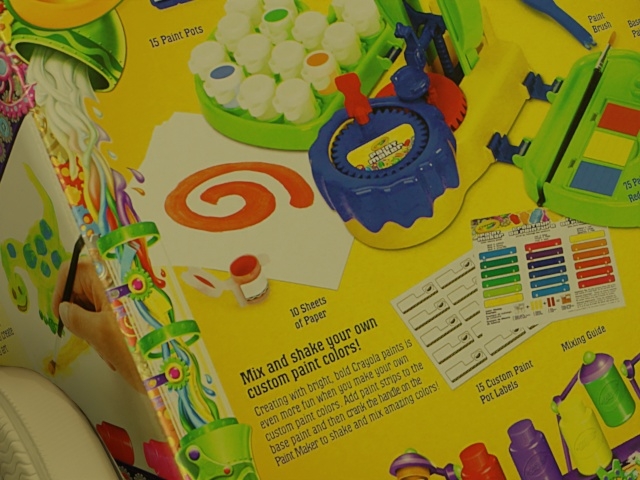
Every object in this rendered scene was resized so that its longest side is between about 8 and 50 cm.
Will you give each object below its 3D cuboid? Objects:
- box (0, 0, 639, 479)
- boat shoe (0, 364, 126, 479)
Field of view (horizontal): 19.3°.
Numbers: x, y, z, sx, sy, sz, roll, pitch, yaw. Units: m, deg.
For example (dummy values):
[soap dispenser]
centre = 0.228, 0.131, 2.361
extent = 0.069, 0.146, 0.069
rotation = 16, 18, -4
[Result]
[box]
centre = 0.000, 0.000, 0.756
extent = 0.290, 0.177, 0.279
rotation = -21, 88, -34
[boat shoe]
centre = -0.054, 0.182, 0.584
extent = 0.094, 0.109, 0.302
rotation = 0, 65, -52
